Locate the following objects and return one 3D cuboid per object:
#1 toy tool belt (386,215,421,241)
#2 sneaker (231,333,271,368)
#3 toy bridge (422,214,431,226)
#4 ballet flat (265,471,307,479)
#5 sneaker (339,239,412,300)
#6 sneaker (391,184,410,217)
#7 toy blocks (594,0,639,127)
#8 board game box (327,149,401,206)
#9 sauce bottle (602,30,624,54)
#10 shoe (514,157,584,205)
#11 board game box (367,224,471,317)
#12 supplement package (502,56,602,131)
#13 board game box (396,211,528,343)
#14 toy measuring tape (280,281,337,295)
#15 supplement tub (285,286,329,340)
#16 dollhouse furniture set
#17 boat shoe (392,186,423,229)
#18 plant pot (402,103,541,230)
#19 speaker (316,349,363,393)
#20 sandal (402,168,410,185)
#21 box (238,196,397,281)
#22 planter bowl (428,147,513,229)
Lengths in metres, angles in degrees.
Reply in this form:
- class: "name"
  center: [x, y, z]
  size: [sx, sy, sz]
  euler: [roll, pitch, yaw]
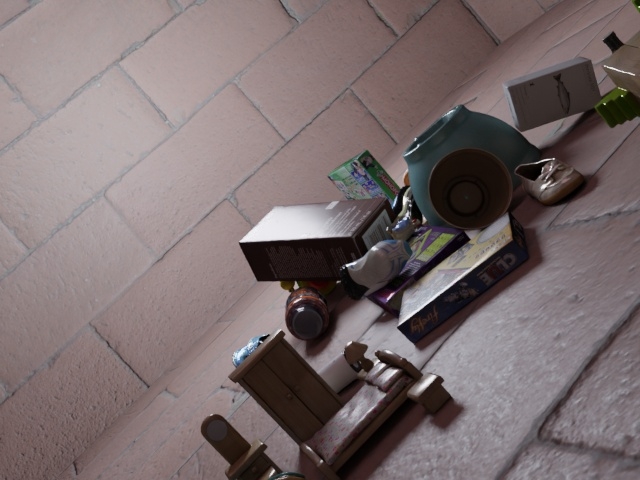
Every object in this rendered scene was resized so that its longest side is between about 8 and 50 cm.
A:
- class: "toy tool belt"
  center: [0.187, -0.032, 1.884]
  size: [0.083, 0.051, 0.052]
  euler: [-46, 8, -28]
- class: "sneaker"
  center: [-0.179, 0.296, 2.237]
  size: [0.073, 0.063, 0.162]
  euler: [-34, 11, 34]
- class: "toy bridge"
  center: [0.270, -0.077, 2.012]
  size: [0.026, 0.063, 0.188]
  euler: [-38, 7, 29]
- class: "ballet flat"
  center: [-0.097, 0.390, 1.194]
  size: [0.232, 0.080, 0.073]
  euler: [-37, 43, 47]
- class: "sneaker"
  center: [0.109, 0.061, 1.689]
  size: [0.086, 0.085, 0.237]
  euler: [-17, -10, -27]
- class: "sneaker"
  center: [0.207, -0.053, 2.273]
  size: [0.209, 0.069, 0.082]
  euler: [-56, -21, -27]
- class: "toy blocks"
  center: [0.599, -0.301, 1.215]
  size: [0.381, 0.191, 0.261]
  euler: [-41, 18, 9]
- class: "board game box"
  center: [0.146, -0.156, 2.549]
  size: [0.046, 0.213, 0.317]
  euler: [-45, 8, -15]
- class: "sauce bottle"
  center: [0.588, -0.344, 1.596]
  size: [0.042, 0.128, 0.042]
  euler: [-40, 7, 6]
- class: "shoe"
  center: [0.401, -0.109, 1.493]
  size: [0.076, 0.058, 0.219]
  euler: [-43, 7, -1]
- class: "board game box"
  center: [0.188, 0.056, 1.742]
  size: [0.208, 0.056, 0.347]
  euler: [-39, 7, -3]
- class: "supplement package"
  center: [0.494, -0.314, 1.791]
  size: [0.179, 0.105, 0.105]
  euler: [-18, 12, 10]
- class: "board game box"
  center: [0.240, 0.061, 1.424]
  size: [0.243, 0.042, 0.165]
  euler: [-40, 7, 20]
- class: "toy measuring tape"
  center: [0.047, 0.075, 2.303]
  size: [0.330, 0.121, 0.121]
  euler: [-22, 3, -11]
- class: "supplement tub"
  center: [-0.032, 0.176, 1.981]
  size: [0.106, 0.106, 0.198]
  euler: [-42, 8, 3]
- class: "dollhouse furniture set"
  center: [-0.026, 0.248, 1.225]
  size: [0.303, 0.174, 0.355]
  euler: [-44, 7, -12]
- class: "boat shoe"
  center: [0.248, -0.080, 2.113]
  size: [0.073, 0.080, 0.223]
  euler: [-30, 18, 38]
- class: "plant pot"
  center: [0.307, -0.174, 1.848]
  size: [0.293, 0.196, 0.293]
  euler: [-42, 7, 7]
- class: "speaker"
  center: [0.008, 0.255, 1.479]
  size: [0.136, 0.055, 0.055]
  euler: [-41, 7, 14]
- class: "sandal"
  center: [0.337, -0.228, 2.454]
  size: [0.265, 0.102, 0.076]
  euler: [-48, 4, 32]
- class: "box"
  center: [0.000, 0.000, 2.158]
  size: [0.382, 0.143, 0.191]
  euler: [-5, 31, 39]
- class: "planter bowl"
  center: [0.293, -0.092, 1.660]
  size: [0.162, 0.162, 0.109]
  euler: [-43, -10, -2]
